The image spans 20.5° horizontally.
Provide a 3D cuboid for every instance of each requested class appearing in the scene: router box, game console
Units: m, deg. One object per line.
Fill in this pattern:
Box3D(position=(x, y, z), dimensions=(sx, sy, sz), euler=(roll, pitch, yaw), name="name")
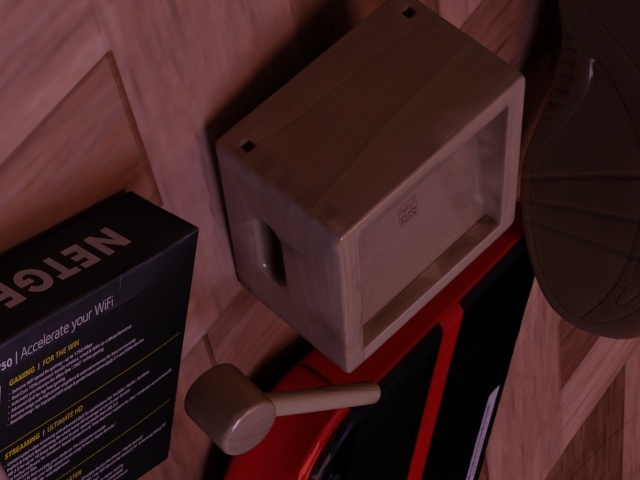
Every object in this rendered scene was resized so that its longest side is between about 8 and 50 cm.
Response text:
Box3D(position=(-0.128, 0.072, 0.749), dimensions=(0.179, 0.046, 0.133), euler=(-32, 141, -48), name="router box")
Box3D(position=(0.023, 0.191, 1.166), dimensions=(0.342, 0.060, 0.386), euler=(-40, 148, -51), name="game console")

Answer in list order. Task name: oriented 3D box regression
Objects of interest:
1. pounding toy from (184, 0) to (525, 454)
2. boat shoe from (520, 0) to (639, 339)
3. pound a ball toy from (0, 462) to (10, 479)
Box3D(position=(-0.004, 0.009, 0.883), dimensions=(0.206, 0.094, 0.181), euler=(-41, 154, -21), name="pounding toy")
Box3D(position=(0.204, -0.098, 1.105), dimensions=(0.110, 0.122, 0.341), euler=(-42, 141, -51), name="boat shoe")
Box3D(position=(-0.175, 0.105, 0.450), dimensions=(0.208, 0.136, 0.319), euler=(-37, 120, -26), name="pound a ball toy")
